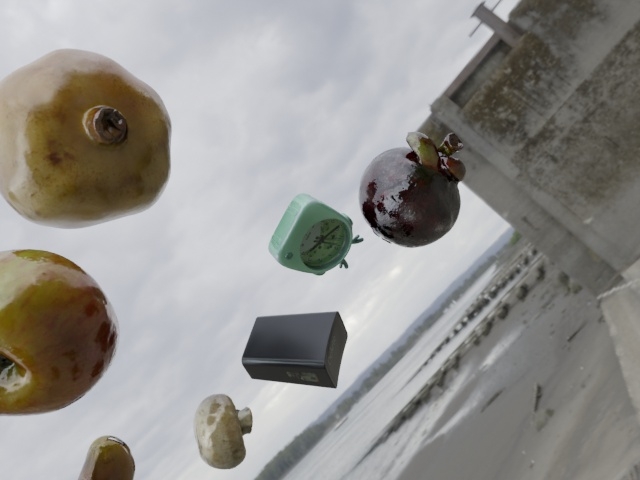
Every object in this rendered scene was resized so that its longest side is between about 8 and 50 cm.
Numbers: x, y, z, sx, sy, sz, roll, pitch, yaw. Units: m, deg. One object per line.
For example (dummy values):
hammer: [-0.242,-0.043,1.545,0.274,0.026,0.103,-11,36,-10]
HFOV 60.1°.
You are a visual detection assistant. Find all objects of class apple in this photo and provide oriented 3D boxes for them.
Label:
apple: [-0.507,0.166,0.937,0.301,0.301,0.301,-42,-15,-14]

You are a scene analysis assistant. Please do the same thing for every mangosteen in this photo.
mangosteen: [0.204,-0.113,1.168,0.265,0.228,0.228,-55,-17,19]

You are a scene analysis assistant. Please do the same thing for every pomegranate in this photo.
pomegranate: [-0.525,-0.215,1.240,0.416,0.416,0.416,-42,-15,-14]

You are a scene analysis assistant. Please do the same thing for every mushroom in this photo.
mushroom: [-0.214,0.421,1.223,0.127,0.166,0.166,-6,-29,-17]

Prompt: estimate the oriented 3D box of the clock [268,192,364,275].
clock: [0.000,0.000,1.217,0.211,0.066,0.159,23,-78,-38]

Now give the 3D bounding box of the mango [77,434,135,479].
mango: [-0.627,0.682,1.615,0.166,0.136,0.236,-20,-59,-49]

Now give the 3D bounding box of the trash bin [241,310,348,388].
trash bin: [-0.064,0.269,1.384,0.115,0.225,0.165,69,-153,-42]
